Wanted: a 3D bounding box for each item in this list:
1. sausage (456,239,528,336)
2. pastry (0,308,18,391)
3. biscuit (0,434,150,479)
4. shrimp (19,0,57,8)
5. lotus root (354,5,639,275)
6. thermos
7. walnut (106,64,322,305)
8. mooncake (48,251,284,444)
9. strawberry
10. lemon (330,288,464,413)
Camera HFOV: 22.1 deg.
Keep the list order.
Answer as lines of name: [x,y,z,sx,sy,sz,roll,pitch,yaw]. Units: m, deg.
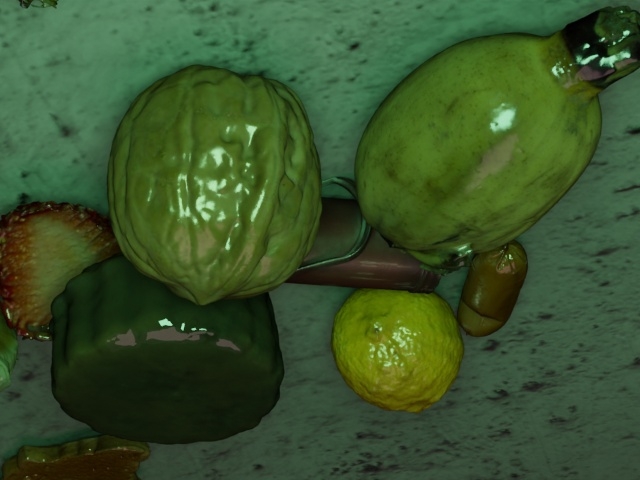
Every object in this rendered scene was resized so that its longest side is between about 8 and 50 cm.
sausage: [0.186,0.050,1.765,0.062,0.054,0.183,25,149,12]
pastry: [-0.375,0.095,1.657,0.088,0.165,0.166,-41,135,18]
biscuit: [-0.322,0.301,2.060,0.280,0.043,0.183,-27,137,34]
shrimp: [-0.262,-0.249,1.278,0.178,0.034,0.124,28,131,-26]
lotus root: [0.160,-0.102,1.442,0.183,0.182,0.310,19,136,-32]
thermos: [0.000,0.003,1.628,0.232,0.099,0.124,3,146,-15]
walnut: [-0.093,-0.045,1.446,0.213,0.213,0.213,-4,145,-3]
mooncake: [-0.150,0.099,1.582,0.228,0.124,0.228,-2,146,-2]
strawberry: [-0.245,0.011,1.622,0.167,0.087,0.208,-10,137,-11]
lemon: [0.086,0.116,1.769,0.142,0.142,0.187,-15,149,13]
